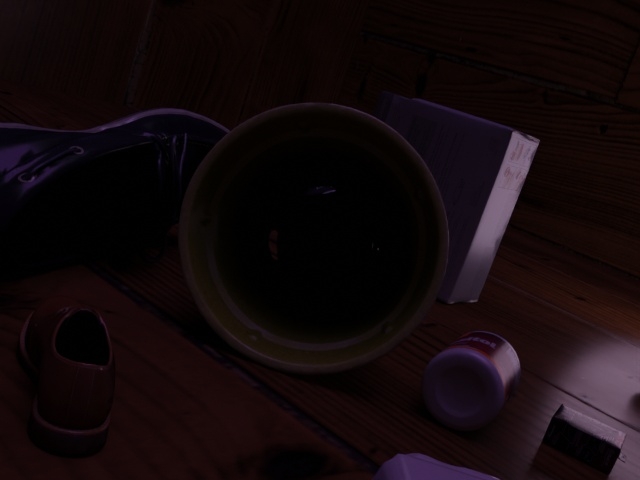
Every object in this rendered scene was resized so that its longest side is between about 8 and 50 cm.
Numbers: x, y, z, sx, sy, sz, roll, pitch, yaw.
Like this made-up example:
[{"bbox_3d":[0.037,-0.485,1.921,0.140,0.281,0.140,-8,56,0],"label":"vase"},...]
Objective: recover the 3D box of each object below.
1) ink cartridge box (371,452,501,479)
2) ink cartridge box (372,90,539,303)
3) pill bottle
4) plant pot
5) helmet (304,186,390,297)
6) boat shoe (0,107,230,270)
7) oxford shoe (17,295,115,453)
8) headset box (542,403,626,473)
[{"bbox_3d":[0.096,0.205,0.253,0.172,0.100,0.237,23,22,-21],"label":"ink cartridge box"},{"bbox_3d":[0.196,-0.083,1.374,0.272,0.309,0.130,27,14,34],"label":"ink cartridge box"},{"bbox_3d":[0.169,0.146,0.834,0.086,0.086,0.152,23,12,20],"label":"pill bottle"},{"bbox_3d":[0.000,0.000,0.898,0.276,0.276,0.254,20,0,4],"label":"plant pot"},{"bbox_3d":[0.024,-0.001,1.097,0.161,0.169,0.169,41,20,21],"label":"helmet"},{"bbox_3d":[-0.240,-0.059,0.932,0.156,0.186,0.500,29,20,23],"label":"boat shoe"},{"bbox_3d":[-0.192,0.080,0.605,0.076,0.076,0.212,11,12,-27],"label":"oxford shoe"},{"bbox_3d":[0.291,0.216,0.834,0.083,0.032,0.062,25,14,23],"label":"headset box"}]
